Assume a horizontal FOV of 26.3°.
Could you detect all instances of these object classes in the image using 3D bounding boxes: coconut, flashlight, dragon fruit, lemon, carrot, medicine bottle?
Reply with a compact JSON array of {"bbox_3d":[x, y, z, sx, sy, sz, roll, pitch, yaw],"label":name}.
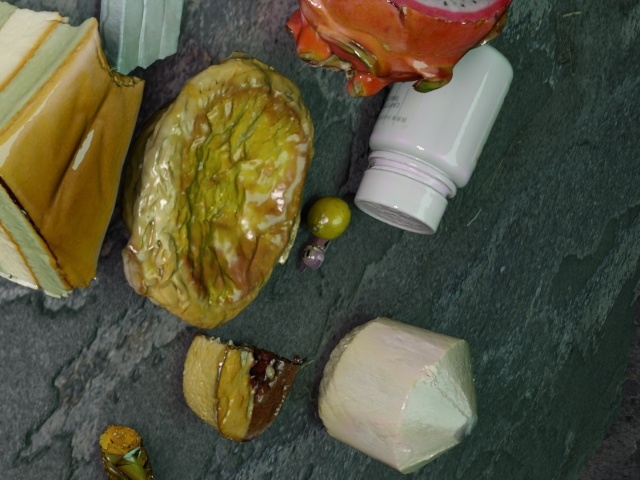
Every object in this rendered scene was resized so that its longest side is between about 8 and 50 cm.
[{"bbox_3d":[0.141,0.255,2.232,0.239,0.244,0.239,-41,140,-47],"label":"coconut"},{"bbox_3d":[0.000,0.000,2.035,0.031,0.052,0.110,41,58,-24],"label":"flashlight"},{"bbox_3d":[0.088,-0.322,1.755,0.305,0.305,0.226,-49,174,-37],"label":"dragon fruit"},{"bbox_3d":[0.011,-0.032,2.000,0.083,0.062,0.062,-40,141,-50],"label":"lemon"},{"bbox_3d":[-0.240,0.333,1.758,0.069,0.069,0.229,-45,142,-42],"label":"carrot"},{"bbox_3d":[0.169,-0.164,2.094,0.293,0.170,0.170,-67,154,-10],"label":"medicine bottle"}]

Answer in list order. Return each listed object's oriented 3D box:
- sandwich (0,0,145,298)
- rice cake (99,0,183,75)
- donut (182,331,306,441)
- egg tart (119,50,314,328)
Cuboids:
[{"bbox_3d":[-0.268,-0.095,1.314,0.198,0.155,0.227,-57,151,-26],"label":"sandwich"},{"bbox_3d":[-0.191,-0.291,1.468,0.124,0.038,0.211,-34,135,-50],"label":"rice cake"},{"bbox_3d":[-0.121,0.194,1.869,0.217,0.085,0.141,32,79,-62],"label":"donut"},{"bbox_3d":[-0.136,-0.066,1.622,0.341,0.129,0.341,-39,139,-45],"label":"egg tart"}]
